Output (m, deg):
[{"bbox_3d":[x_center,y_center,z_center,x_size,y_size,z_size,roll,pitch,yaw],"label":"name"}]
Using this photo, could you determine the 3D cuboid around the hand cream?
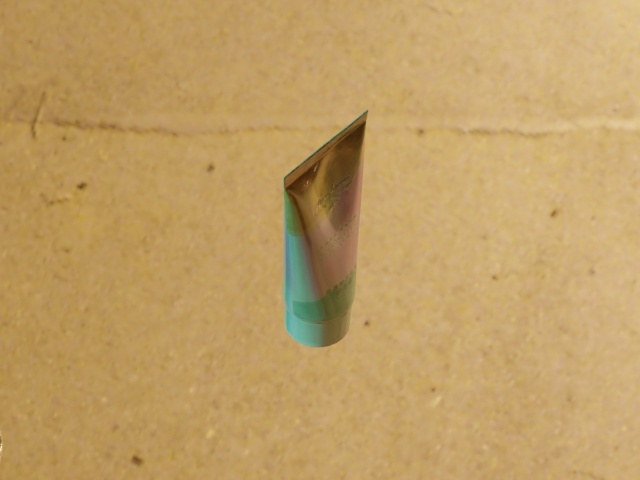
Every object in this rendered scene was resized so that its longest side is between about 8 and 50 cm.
[{"bbox_3d":[0.000,0.000,0.802,0.047,0.174,0.076,33,56,23],"label":"hand cream"}]

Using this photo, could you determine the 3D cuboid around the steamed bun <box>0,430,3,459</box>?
[{"bbox_3d":[-0.606,0.410,1.887,0.255,0.367,0.342,45,32,2],"label":"steamed bun"}]
